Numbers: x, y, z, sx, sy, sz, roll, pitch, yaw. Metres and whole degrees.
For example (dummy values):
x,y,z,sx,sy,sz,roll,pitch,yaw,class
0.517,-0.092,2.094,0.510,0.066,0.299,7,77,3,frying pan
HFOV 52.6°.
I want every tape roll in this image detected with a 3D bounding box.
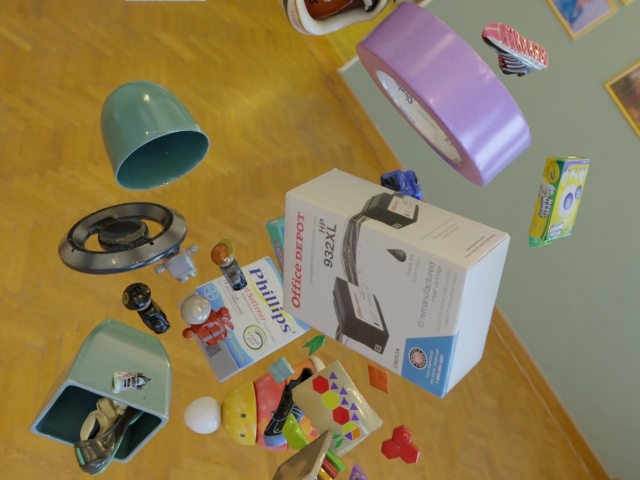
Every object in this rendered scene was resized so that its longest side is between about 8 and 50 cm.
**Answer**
x,y,z,sx,sy,sz,roll,pitch,yaw,class
0.174,-0.207,0.935,0.275,0.090,0.275,47,5,-5,tape roll

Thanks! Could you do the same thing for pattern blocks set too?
x,y,z,sx,sy,sz,roll,pitch,yaw,class
0.037,0.365,1.400,0.325,0.285,0.026,63,20,5,pattern blocks set

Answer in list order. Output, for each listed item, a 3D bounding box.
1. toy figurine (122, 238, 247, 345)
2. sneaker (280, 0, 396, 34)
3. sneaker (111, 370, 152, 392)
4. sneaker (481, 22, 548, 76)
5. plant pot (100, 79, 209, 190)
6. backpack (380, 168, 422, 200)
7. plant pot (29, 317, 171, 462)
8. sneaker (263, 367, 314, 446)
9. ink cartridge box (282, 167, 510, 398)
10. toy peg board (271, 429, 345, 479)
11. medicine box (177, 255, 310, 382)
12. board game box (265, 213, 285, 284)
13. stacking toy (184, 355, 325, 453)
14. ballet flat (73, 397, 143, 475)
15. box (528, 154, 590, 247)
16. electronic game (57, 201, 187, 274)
x,y,z,sx,sy,sz,roll,pitch,yaw,class
-0.272,0.094,1.329,0.148,0.213,0.209,69,37,-53,toy figurine
0.085,-0.404,0.910,0.126,0.321,0.127,40,19,-33,sneaker
-0.338,0.252,1.165,0.069,0.098,0.038,4,87,-13,sneaker
0.367,-0.364,1.267,0.170,0.075,0.063,13,62,-33,sneaker
-0.512,-0.326,1.912,0.235,0.293,0.293,59,25,15,plant pot
0.211,-0.114,1.658,0.098,0.101,0.120,29,45,-69,backpack
-0.507,0.342,1.573,0.248,0.247,0.252,29,35,-22,plant pot
-0.077,0.409,1.609,0.232,0.081,0.090,-42,121,-52,sneaker
0.095,0.053,0.967,0.307,0.223,0.129,25,36,32,ink cartridge box
-0.029,0.499,1.333,0.079,0.161,0.160,47,20,-2,toy peg board
-0.225,0.226,1.916,0.289,0.149,0.263,-25,82,-42,medicine box
0.000,0.000,1.337,0.210,0.047,0.160,-28,113,-32,board game box
-0.207,0.576,2.146,0.480,0.350,0.350,-3,51,-13,stacking toy
-0.472,0.408,1.467,0.096,0.095,0.280,59,12,-13,ballet flat
0.454,-0.071,1.239,0.105,0.179,0.043,-11,27,-41,box
-0.356,-0.007,1.174,0.229,0.229,0.048,-78,165,-57,electronic game
